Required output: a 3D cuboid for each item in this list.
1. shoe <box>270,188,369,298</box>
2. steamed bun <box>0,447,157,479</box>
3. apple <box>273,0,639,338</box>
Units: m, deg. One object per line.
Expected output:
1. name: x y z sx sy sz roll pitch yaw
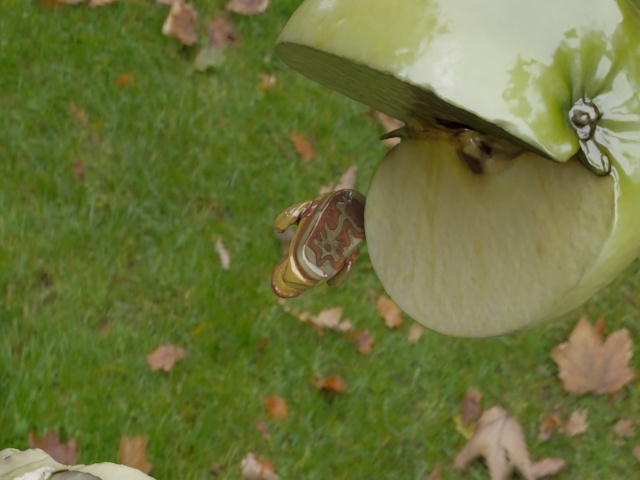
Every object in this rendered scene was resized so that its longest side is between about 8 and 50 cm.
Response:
1. shoe: -0.003 -0.001 1.079 0.072 0.069 0.109 32 45 -21
2. steamed bun: -0.302 0.403 1.714 0.372 0.325 0.230 8 64 31
3. apple: 0.130 -0.094 0.968 0.233 0.257 0.295 -42 115 -26
